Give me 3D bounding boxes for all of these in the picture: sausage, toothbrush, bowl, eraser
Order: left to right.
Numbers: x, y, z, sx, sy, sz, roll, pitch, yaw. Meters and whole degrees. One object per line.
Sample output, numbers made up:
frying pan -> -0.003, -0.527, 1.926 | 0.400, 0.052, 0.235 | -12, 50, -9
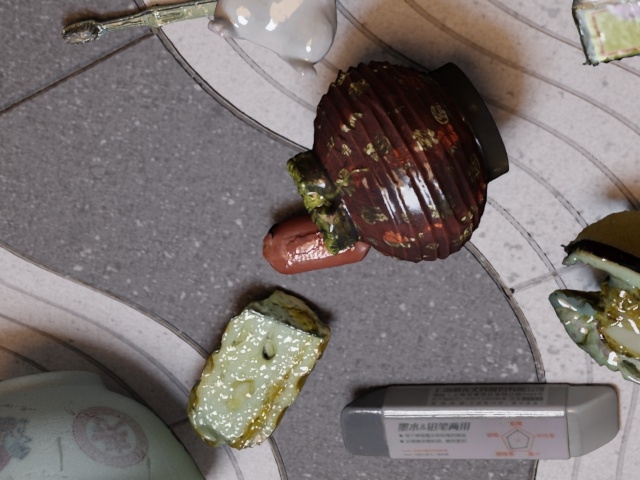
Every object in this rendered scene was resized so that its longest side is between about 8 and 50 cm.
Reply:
bowl -> -0.358, 0.285, 2.127 | 0.435, 0.196, 0.435 | -10, 164, -3
toothbrush -> -0.161, -0.260, 1.864 | 0.294, 0.028, 0.026 | -10, 120, 13
sausage -> 0.000, 0.000, 1.970 | 0.141, 0.076, 0.076 | -9, 121, 19
eraser -> 0.202, 0.233, 2.088 | 0.352, 0.061, 0.089 | -1, 124, 13

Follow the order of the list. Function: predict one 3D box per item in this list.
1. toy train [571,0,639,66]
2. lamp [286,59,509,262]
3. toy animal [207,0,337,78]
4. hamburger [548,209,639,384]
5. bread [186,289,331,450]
toy train -> 0.349, -0.284, 1.665 | 0.261, 0.134, 0.177 | -11, 120, 19
lamp -> 0.082, -0.085, 1.799 | 0.247, 0.247, 0.247 | 6, 124, 9
toy animal -> -0.018, -0.315, 1.717 | 0.140, 0.138, 0.282 | 25, 120, 3
hamburger -> 0.419, 0.082, 1.875 | 0.288, 0.192, 0.167 | 30, 122, 23
bread -> -0.086, 0.167, 2.098 | 0.128, 0.088, 0.232 | 22, 119, -14
